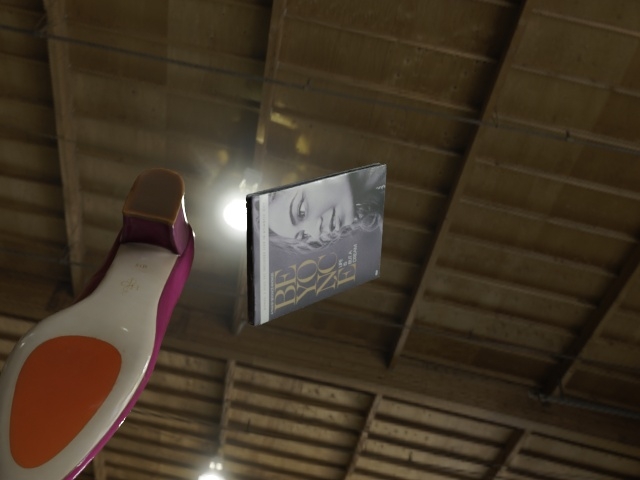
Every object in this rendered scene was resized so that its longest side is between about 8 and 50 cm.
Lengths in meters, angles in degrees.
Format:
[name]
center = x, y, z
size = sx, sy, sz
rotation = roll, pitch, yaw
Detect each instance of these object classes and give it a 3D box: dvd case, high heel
[dvd case]
center = 0.000, 0.000, 0.842
size = 0.018, 0.221, 0.164
rotation = 24, -59, 43
[high heel]
center = -0.217, 0.110, 0.714
size = 0.127, 0.377, 0.181
rotation = 19, -38, 2
